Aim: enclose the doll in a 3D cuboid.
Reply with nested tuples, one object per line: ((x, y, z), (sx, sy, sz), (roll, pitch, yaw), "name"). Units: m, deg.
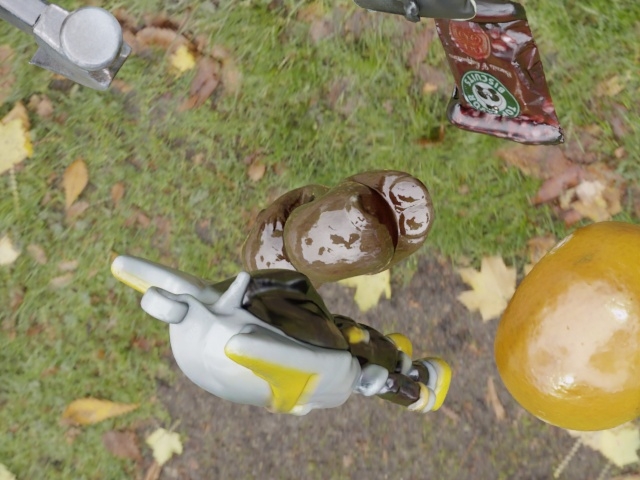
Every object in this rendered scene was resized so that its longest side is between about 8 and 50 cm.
((-0.018, 0.078, 0.817), (0.316, 0.145, 0.103), (18, 123, -47), "doll")

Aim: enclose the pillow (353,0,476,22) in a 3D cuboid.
((0.063, -0.204, 0.737), (0.091, 0.055, 0.136), (34, 153, 27), "pillow")

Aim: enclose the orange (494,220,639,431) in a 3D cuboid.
((0.199, 0.063, 0.757), (0.124, 0.156, 0.156), (40, 112, 15), "orange")

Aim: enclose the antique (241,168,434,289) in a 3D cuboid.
((0.000, 0.000, 1.208), (0.143, 0.257, 0.121), (-24, 98, -32), "antique")

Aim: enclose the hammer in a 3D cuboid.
((-0.233, -0.174, 0.586), (0.290, 0.137, 0.037), (33, 84, -8), "hammer")

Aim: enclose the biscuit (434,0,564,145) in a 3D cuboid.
((0.186, -0.198, 1.191), (0.063, 0.151, 0.235), (-47, 139, -18), "biscuit")
